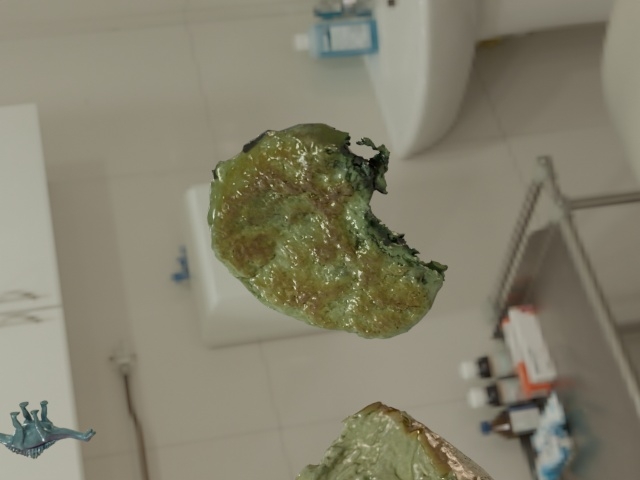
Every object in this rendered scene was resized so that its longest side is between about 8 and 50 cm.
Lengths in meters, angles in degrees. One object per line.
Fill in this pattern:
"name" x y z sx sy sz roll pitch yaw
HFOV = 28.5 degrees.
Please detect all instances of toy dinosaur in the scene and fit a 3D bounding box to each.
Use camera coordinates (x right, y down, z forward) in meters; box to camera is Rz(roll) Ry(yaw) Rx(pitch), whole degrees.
"toy dinosaur" -0.414 0.271 1.794 0.045 0.198 0.080 -62 -36 -65

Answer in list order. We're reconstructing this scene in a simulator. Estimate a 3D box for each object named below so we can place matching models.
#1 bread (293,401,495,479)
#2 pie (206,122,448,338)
"bread" 0.109 0.335 1.314 0.279 0.225 0.250 17 148 52
"pie" 0.000 0.000 1.692 0.371 0.297 0.078 59 -149 -35
